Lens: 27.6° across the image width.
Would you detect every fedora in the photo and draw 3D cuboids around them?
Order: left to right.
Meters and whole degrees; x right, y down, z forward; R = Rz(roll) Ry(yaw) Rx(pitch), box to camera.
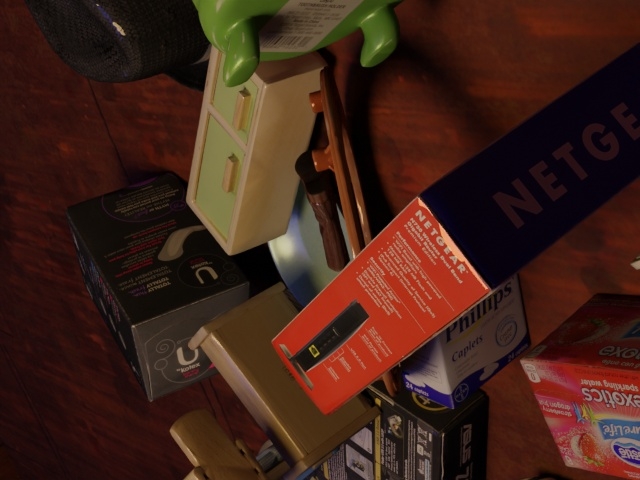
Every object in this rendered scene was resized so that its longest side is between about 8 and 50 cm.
[{"bbox_3d":[-0.242,-0.290,1.507,0.334,0.152,0.334,35,144,30],"label":"fedora"}]

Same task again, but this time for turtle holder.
[{"bbox_3d":[-0.008,-0.298,1.090,0.227,0.243,0.320,65,162,17],"label":"turtle holder"}]

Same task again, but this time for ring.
[{"bbox_3d":[0.032,-0.008,1.312,0.336,0.032,0.337,-13,-90,-86],"label":"ring"}]

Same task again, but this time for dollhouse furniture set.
[{"bbox_3d":[-0.131,0.244,1.568,0.198,0.286,0.303,52,136,10],"label":"dollhouse furniture set"}]

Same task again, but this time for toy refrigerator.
[{"bbox_3d":[-0.080,-0.115,1.471,0.102,0.094,0.270,50,145,27],"label":"toy refrigerator"}]

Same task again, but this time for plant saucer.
[{"bbox_3d":[0.000,0.000,1.548,0.195,0.037,0.195,34,136,42],"label":"plant saucer"}]

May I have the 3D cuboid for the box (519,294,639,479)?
[{"bbox_3d":[0.322,0.135,1.162,0.257,0.122,0.128,0,119,55],"label":"box"}]

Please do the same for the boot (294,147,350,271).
[{"bbox_3d":[0.006,-0.033,1.446,0.106,0.037,0.114,-94,-13,-54],"label":"boot"}]

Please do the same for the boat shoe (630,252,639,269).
[{"bbox_3d":[0.344,0.010,1.046,0.233,0.084,0.079,-19,103,56],"label":"boat shoe"}]

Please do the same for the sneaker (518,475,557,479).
[{"bbox_3d":[0.287,0.386,1.448,0.153,0.094,0.235,-1,86,48],"label":"sneaker"}]

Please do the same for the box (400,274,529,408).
[{"bbox_3d":[0.143,0.080,1.356,0.072,0.126,0.137,21,136,45],"label":"box"}]

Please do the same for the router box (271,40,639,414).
[{"bbox_3d":[0.149,-0.020,1.040,0.082,0.335,0.301,52,150,6],"label":"router box"}]

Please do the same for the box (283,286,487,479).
[{"bbox_3d":[0.065,0.281,1.695,0.318,0.097,0.395,29,140,34],"label":"box"}]

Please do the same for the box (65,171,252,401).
[{"bbox_3d":[-0.210,0.056,1.726,0.270,0.165,0.143,52,156,45],"label":"box"}]
